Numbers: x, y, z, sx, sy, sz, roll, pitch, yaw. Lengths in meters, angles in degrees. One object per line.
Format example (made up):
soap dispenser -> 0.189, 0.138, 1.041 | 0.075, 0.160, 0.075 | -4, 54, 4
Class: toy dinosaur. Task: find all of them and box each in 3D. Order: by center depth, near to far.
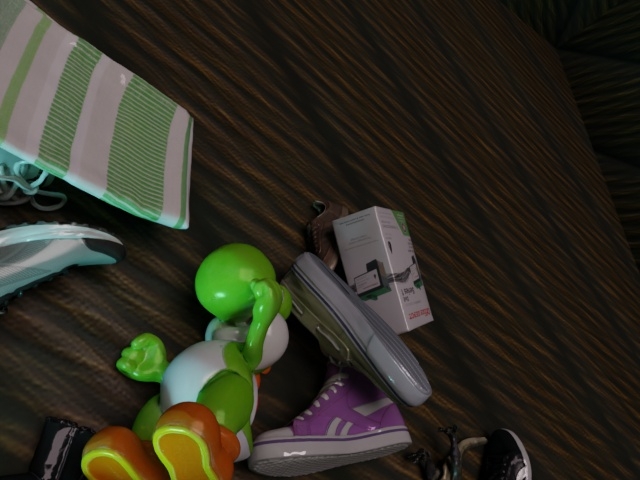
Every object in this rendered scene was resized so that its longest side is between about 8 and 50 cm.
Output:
toy dinosaur -> 0.219, 0.395, 0.872 | 0.268, 0.064, 0.118 | -36, 105, -47

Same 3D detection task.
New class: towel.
towel -> -0.295, -0.168, 0.643 | 0.325, 0.038, 0.248 | 35, 36, -44

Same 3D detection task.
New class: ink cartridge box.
ink cartridge box -> 0.116, 0.060, 0.907 | 0.160, 0.092, 0.219 | 1, 72, -62

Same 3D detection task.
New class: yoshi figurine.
yoshi figurine -> -0.137, 0.125, 0.629 | 0.203, 0.203, 0.362 | 23, 28, 3

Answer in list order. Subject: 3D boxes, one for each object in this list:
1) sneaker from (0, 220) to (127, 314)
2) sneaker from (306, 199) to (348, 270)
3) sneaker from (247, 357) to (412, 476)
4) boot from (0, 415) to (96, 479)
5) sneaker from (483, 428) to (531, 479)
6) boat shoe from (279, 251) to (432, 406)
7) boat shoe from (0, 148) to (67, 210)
sneaker -> -0.362, 0.036, 0.577 | 0.271, 0.100, 0.108 | -8, 85, -39
sneaker -> 0.000, 0.000, 0.928 | 0.071, 0.066, 0.188 | 22, 46, -8
sneaker -> 0.001, 0.255, 0.756 | 0.282, 0.102, 0.161 | 10, 49, -40
boot -> -0.302, 0.238, 0.532 | 0.121, 0.045, 0.099 | 35, 50, -29
sneaker -> 0.318, 0.444, 0.911 | 0.121, 0.079, 0.217 | 27, 52, -28
boat shoe -> 0.043, 0.145, 0.778 | 0.302, 0.094, 0.109 | 47, 12, 32
boat shoe -> -0.381, -0.102, 0.619 | 0.156, 0.136, 0.367 | 47, 35, -14
